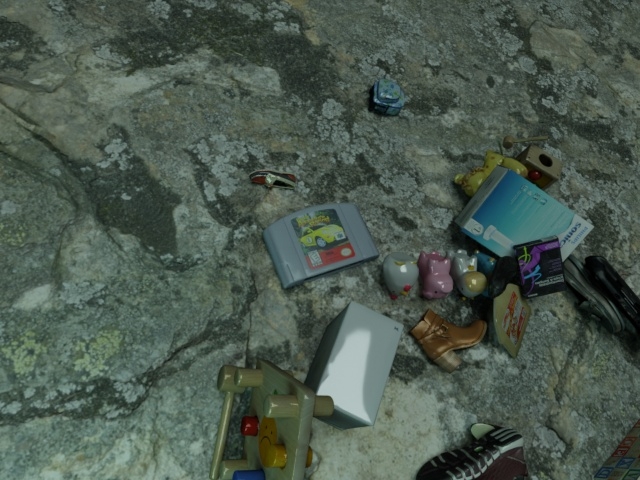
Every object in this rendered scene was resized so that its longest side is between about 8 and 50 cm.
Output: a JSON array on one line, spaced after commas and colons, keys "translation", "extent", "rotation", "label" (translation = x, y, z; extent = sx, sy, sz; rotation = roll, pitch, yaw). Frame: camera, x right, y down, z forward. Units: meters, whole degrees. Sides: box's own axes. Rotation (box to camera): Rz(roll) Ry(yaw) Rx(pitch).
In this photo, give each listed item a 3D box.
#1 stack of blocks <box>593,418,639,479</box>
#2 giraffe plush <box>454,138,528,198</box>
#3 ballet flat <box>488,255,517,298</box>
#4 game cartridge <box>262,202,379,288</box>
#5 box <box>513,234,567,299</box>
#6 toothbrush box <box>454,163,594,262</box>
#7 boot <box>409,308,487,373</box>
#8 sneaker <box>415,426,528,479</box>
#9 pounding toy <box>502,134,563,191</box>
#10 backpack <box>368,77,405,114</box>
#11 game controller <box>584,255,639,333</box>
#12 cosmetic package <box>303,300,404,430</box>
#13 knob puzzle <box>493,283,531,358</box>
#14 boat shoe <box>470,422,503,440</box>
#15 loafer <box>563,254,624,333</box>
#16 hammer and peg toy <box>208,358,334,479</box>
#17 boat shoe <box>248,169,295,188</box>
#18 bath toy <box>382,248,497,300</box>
[{"translation": [0.875, 0.556, 1.125], "extent": [0.297, 0.171, 0.087], "rotation": [-29, 76, -25], "label": "stack of blocks"}, {"translation": [0.535, -0.188, 1.394], "extent": [0.170, 0.181, 0.210], "rotation": [-33, 101, -3], "label": "giraffe plush"}, {"translation": [0.491, 0.093, 1.192], "extent": [0.057, 0.049, 0.173], "rotation": [34, 45, 19], "label": "ballet flat"}, {"translation": [0.000, 0.000, 1.210], "extent": [0.294, 0.060, 0.196], "rotation": [-17, 67, -22], "label": "game cartridge"}, {"translation": [0.619, 0.078, 1.231], "extent": [0.115, 0.029, 0.162], "rotation": [-15, 105, 10], "label": "box"}, {"translation": [0.583, -0.049, 1.277], "extent": [0.295, 0.216, 0.126], "rotation": [32, 17, -3], "label": "toothbrush box"}, {"translation": [0.348, 0.240, 1.184], "extent": [0.197, 0.073, 0.152], "rotation": [-38, 76, -29], "label": "boot"}, {"translation": [0.373, 0.571, 1.022], "extent": [0.281, 0.106, 0.163], "rotation": [-20, 91, -9], "label": "sneaker"}, {"translation": [0.684, -0.260, 1.446], "extent": [0.206, 0.181, 0.094], "rotation": [31, 62, 0], "label": "pounding toy"}, {"translation": [0.229, -0.484, 1.480], "extent": [0.114, 0.084, 0.105], "rotation": [12, 65, -13], "label": "backpack"}, {"translation": [0.924, 0.187, 1.335], "extent": [0.319, 0.067, 0.166], "rotation": [53, 38, 7], "label": "game controller"}, {"translation": [0.060, 0.290, 0.992], "extent": [0.138, 0.225, 0.224], "rotation": [26, 61, -3], "label": "cosmetic package"}, {"translation": [0.525, 0.207, 1.233], "extent": [0.213, 0.030, 0.213], "rotation": [3, 85, -41], "label": "knob puzzle"}, {"translation": [0.437, 0.492, 1.108], "extent": [0.132, 0.042, 0.049], "rotation": [18, 87, -6], "label": "boat shoe"}, {"translation": [0.806, 0.172, 1.344], "extent": [0.084, 0.096, 0.268], "rotation": [-25, 66, -4], "label": "loafer"}, {"translation": [-0.113, 0.383, 0.867], "extent": [0.127, 0.361, 0.266], "rotation": [11, 83, -26], "label": "hammer and peg toy"}, {"translation": [-0.137, -0.173, 1.255], "extent": [0.136, 0.049, 0.043], "rotation": [1, 68, -20], "label": "boat shoe"}, {"translation": [0.333, 0.106, 1.218], "extent": [0.347, 0.129, 0.151], "rotation": [0, 22, -17], "label": "bath toy"}]
